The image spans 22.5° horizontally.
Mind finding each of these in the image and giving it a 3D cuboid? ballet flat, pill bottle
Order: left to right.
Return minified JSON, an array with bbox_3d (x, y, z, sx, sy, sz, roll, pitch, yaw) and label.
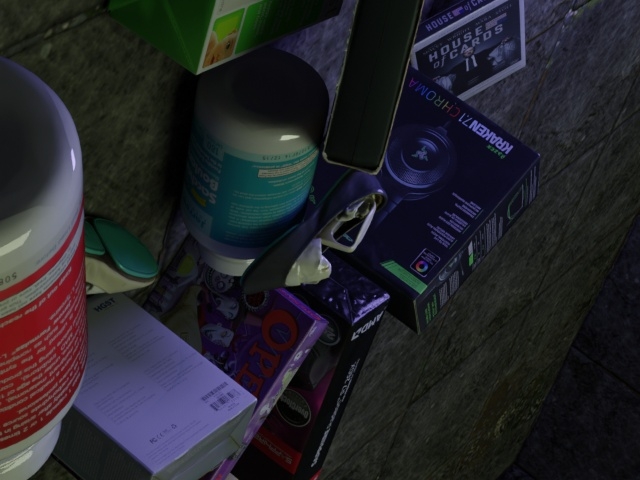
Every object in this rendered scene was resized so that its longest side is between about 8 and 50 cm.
[{"bbox_3d":[-0.314,0.049,1.377,0.229,0.229,0.408,-41,157,-31],"label":"pill bottle"},{"bbox_3d":[-0.254,0.016,1.703,0.086,0.086,0.248,-54,159,1],"label":"ballet flat"},{"bbox_3d":[-0.080,-0.078,1.813,0.146,0.146,0.264,-38,155,-37],"label":"pill bottle"},{"bbox_3d":[0.000,0.000,1.803,0.203,0.074,0.074,-44,158,-18],"label":"ballet flat"}]

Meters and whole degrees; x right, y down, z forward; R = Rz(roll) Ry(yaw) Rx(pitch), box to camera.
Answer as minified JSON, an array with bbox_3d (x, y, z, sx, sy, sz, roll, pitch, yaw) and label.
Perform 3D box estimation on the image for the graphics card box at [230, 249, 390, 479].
[{"bbox_3d":[-0.068,0.155,2.099,0.094,0.233,0.371,-32,152,-45],"label":"graphics card box"}]

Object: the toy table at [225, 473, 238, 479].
[{"bbox_3d":[-0.111,0.359,2.376,0.161,0.252,0.274,-24,157,-24],"label":"toy table"}]

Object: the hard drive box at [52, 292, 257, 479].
[{"bbox_3d":[-0.219,0.177,1.796,0.181,0.232,0.089,-32,151,-45],"label":"hard drive box"}]

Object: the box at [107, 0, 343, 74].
[{"bbox_3d":[-0.058,-0.320,1.502,0.231,0.127,0.262,-28,147,-46],"label":"box"}]

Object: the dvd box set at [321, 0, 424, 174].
[{"bbox_3d":[0.062,-0.225,1.658,0.420,0.062,0.308,-87,-169,-85],"label":"dvd box set"}]

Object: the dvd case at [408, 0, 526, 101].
[{"bbox_3d":[0.201,-0.261,2.226,0.179,0.029,0.239,-29,159,-3],"label":"dvd case"}]

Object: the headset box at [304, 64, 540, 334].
[{"bbox_3d":[0.109,-0.053,2.138,0.283,0.246,0.131,-48,160,-13],"label":"headset box"}]

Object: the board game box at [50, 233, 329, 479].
[{"bbox_3d":[-0.165,0.182,1.965,0.347,0.208,0.056,-57,160,8],"label":"board game box"}]
